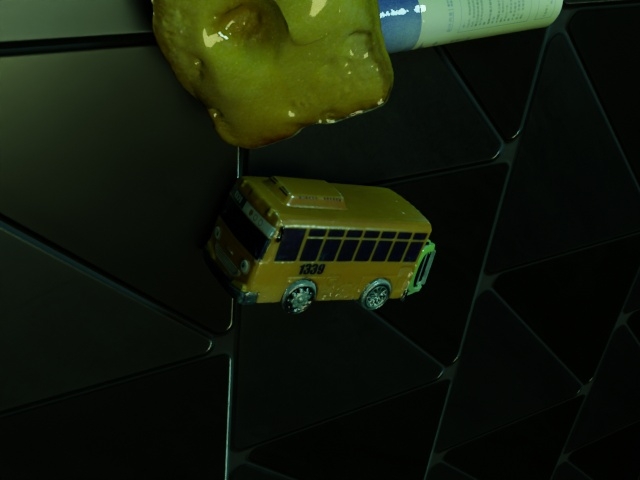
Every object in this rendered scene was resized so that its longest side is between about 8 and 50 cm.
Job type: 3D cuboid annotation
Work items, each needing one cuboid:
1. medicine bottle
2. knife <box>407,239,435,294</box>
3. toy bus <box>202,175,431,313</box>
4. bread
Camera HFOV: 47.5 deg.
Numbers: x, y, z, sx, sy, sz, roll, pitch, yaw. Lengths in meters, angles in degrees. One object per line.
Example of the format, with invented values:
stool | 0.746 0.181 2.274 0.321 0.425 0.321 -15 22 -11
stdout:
medicine bottle | 0.116 -0.208 0.660 0.231 0.059 0.059 -16 129 -24
knife | 0.064 0.039 0.837 0.166 0.022 0.078 -6 120 -32
toy bus | 0.000 0.000 0.708 0.201 0.098 0.114 2 120 -36
bread | -0.043 -0.181 0.531 0.161 0.088 0.233 -11 127 13
